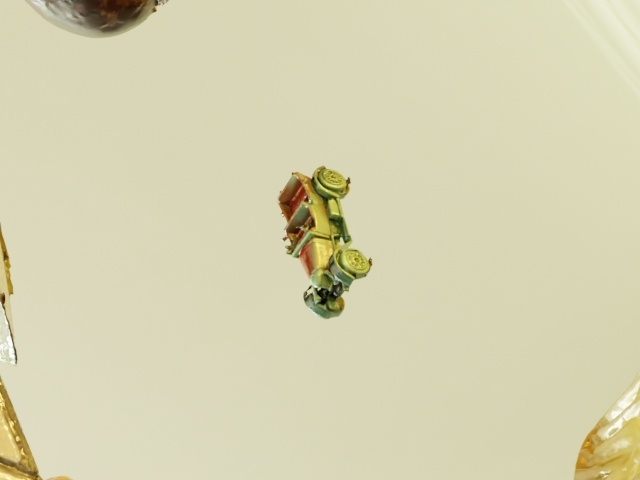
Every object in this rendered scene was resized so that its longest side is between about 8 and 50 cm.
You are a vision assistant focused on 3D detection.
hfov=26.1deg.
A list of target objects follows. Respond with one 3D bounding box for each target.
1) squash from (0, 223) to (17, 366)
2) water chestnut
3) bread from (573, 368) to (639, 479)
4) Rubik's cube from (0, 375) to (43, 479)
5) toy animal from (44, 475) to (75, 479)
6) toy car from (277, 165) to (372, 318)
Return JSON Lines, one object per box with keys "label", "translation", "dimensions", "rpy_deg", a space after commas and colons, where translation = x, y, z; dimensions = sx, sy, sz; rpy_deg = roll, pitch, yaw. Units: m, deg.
{"label": "squash", "translation": [-0.336, -0.022, 1.395], "dimensions": [0.155, 0.204, 0.237], "rpy_deg": [-30, -56, -43]}
{"label": "water chestnut", "translation": [-0.264, -0.350, 1.541], "dimensions": [0.223, 0.238, 0.224], "rpy_deg": [-25, -29, -16]}
{"label": "bread", "translation": [0.309, 0.162, 0.835], "dimensions": [0.204, 0.288, 0.156], "rpy_deg": [-42, -13, -35]}
{"label": "Rubik's cube", "translation": [-0.297, 0.238, 0.994], "dimensions": [0.205, 0.207, 0.205], "rpy_deg": [-18, -22, -23]}
{"label": "toy animal", "translation": [-0.091, 0.190, 0.741], "dimensions": [0.124, 0.124, 0.212], "rpy_deg": [9, -16, -42]}
{"label": "toy car", "translation": [0.000, 0.000, 1.257], "dimensions": [0.054, 0.143, 0.073], "rpy_deg": [14, -48, -27]}
